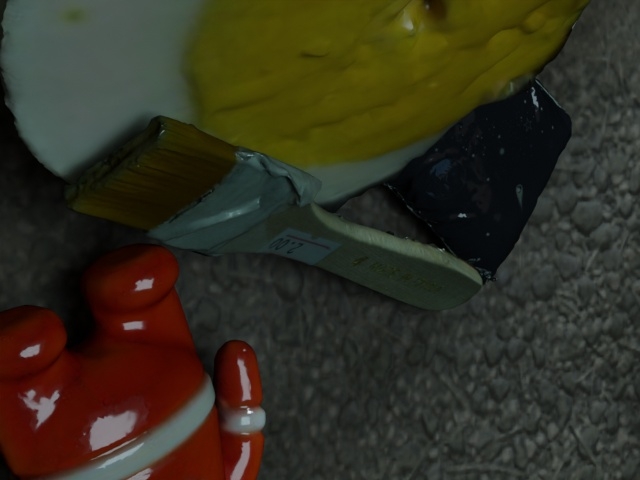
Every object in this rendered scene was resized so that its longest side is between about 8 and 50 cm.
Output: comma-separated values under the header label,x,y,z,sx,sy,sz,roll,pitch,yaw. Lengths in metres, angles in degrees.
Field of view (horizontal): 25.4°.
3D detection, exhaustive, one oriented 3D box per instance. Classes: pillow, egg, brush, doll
label,x,y,z,sx,sy,sz,roll,pitch,yaw
pillow,0.075,-0.083,0.884,0.208,0.055,0.141,39,78,-32
egg,-0.024,-0.170,0.687,0.337,0.337,0.201,2,51,-38
brush,0.000,0.000,0.785,0.336,0.085,0.020,19,45,-52
doll,-0.076,0.176,0.748,0.200,0.105,0.336,-31,111,-40
